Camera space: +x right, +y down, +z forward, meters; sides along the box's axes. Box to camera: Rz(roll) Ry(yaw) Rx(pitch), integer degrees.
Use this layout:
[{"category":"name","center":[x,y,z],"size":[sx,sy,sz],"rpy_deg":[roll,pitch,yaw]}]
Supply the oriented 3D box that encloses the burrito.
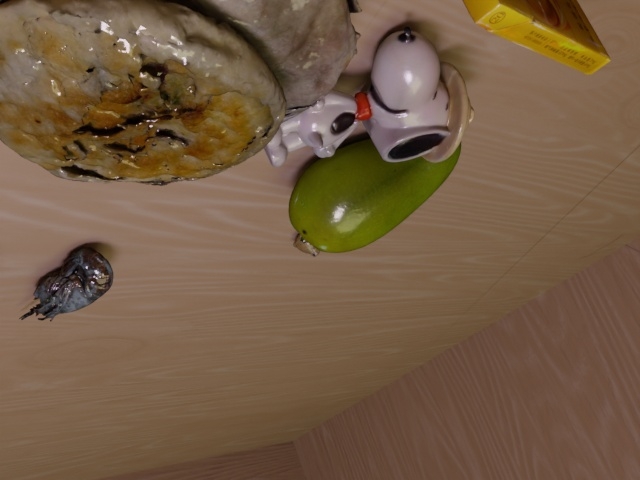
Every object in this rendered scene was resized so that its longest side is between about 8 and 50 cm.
[{"category":"burrito","center":[-0.043,-0.234,0.856],"size":[0.175,0.107,0.348],"rpy_deg":[-9,156,3]}]

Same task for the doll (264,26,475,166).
[{"category":"doll","center":[0.058,-0.164,1.094],"size":[0.271,0.144,0.208],"rpy_deg":[-29,137,9]}]

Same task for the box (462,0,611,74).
[{"category":"box","center":[0.227,-0.279,0.934],"size":[0.269,0.152,0.043],"rpy_deg":[4,146,-47]}]

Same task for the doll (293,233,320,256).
[{"category":"doll","center":[-0.005,-0.008,1.515],"size":[0.093,0.051,0.061],"rpy_deg":[-43,176,-43]}]

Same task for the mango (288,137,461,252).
[{"category":"mango","center":[0.086,-0.089,1.271],"size":[0.293,0.143,0.175],"rpy_deg":[-32,153,-4]}]

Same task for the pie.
[{"category":"pie","center":[-0.194,-0.140,0.853],"size":[0.339,0.077,0.339],"rpy_deg":[1,156,0]}]

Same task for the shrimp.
[{"category":"shrimp","center":[-0.405,0.083,1.283],"size":[0.233,0.079,0.090],"rpy_deg":[-30,-164,31]}]
